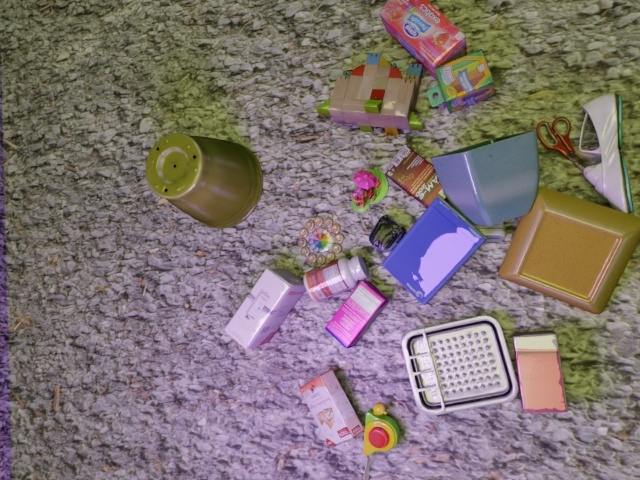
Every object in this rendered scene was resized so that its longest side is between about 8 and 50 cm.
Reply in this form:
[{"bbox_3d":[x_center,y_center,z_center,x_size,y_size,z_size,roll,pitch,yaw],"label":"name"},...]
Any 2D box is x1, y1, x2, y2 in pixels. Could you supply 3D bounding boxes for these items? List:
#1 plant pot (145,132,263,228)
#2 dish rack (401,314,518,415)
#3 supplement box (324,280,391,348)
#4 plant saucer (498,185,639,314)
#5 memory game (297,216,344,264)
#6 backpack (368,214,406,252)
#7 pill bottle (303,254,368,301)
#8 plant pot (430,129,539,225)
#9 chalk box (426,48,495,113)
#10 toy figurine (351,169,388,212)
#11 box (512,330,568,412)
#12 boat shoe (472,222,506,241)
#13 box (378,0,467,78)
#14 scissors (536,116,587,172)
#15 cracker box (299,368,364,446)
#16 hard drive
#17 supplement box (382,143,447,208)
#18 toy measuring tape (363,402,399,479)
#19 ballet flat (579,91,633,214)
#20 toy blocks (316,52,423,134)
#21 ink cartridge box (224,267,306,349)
[{"bbox_3d":[-0.461,-0.245,1.924,0.367,0.353,0.366,-2,84,20],"label":"plant pot"},{"bbox_3d":[0.460,0.414,1.690,0.333,0.072,0.285,-16,79,17],"label":"dish rack"},{"bbox_3d":[0.134,0.261,1.796,0.114,0.111,0.220,41,98,19],"label":"supplement box"},{"bbox_3d":[0.761,0.040,1.559,0.333,0.081,0.332,23,113,20],"label":"plant saucer"},{"bbox_3d":[0.000,0.000,1.921,0.186,0.012,0.186,-2,84,19],"label":"memory game"},{"bbox_3d":[0.235,-0.017,1.802,0.105,0.084,0.114,37,92,19],"label":"backpack"},{"bbox_3d":[0.058,0.133,1.830,0.216,0.121,0.121,-23,78,15],"label":"pill bottle"},{"bbox_3d":[0.538,-0.185,1.610,0.247,0.248,0.252,-18,99,-9],"label":"plant pot"},{"bbox_3d":[0.474,-0.534,1.744,0.213,0.132,0.132,-20,78,16],"label":"chalk box"},{"bbox_3d":[0.151,-0.187,1.808,0.130,0.159,0.173,37,98,19],"label":"toy figurine"},{"bbox_3d":[0.678,0.404,1.574,0.127,0.149,0.232,-8,81,19],"label":"box"},{"bbox_3d":[0.510,-0.033,1.722,0.227,0.083,0.075,0,62,16],"label":"boat shoe"},{"bbox_3d":[0.364,-0.735,1.793,0.142,0.154,0.300,-42,75,11],"label":"box"},{"bbox_3d":[0.816,-0.273,1.661,0.109,0.021,0.297,-24,80,7],"label":"scissors"},{"bbox_3d":[0.035,0.592,1.786,0.156,0.067,0.232,-45,70,45],"label":"cracker box"},{"bbox_3d":[0.376,0.039,1.715,0.210,0.040,0.318,45,120,17],"label":"hard drive"},{"bbox_3d":[0.353,-0.215,1.787,0.239,0.073,0.130,41,98,17],"label":"supplement box"},{"bbox_3d":[0.210,0.719,1.733,0.122,0.121,0.329,4,95,19],"label":"toy measuring tape"},{"bbox_3d":[0.886,-0.262,1.584,0.139,0.139,0.399,-4,81,19],"label":"ballet flat"},{"bbox_3d":[0.204,-0.553,1.836,0.382,0.191,0.260,10,76,19],"label":"toy blocks"},{"bbox_3d":[-0.193,0.245,1.861,0.117,0.207,0.283,37,97,17],"label":"ink cartridge box"}]
